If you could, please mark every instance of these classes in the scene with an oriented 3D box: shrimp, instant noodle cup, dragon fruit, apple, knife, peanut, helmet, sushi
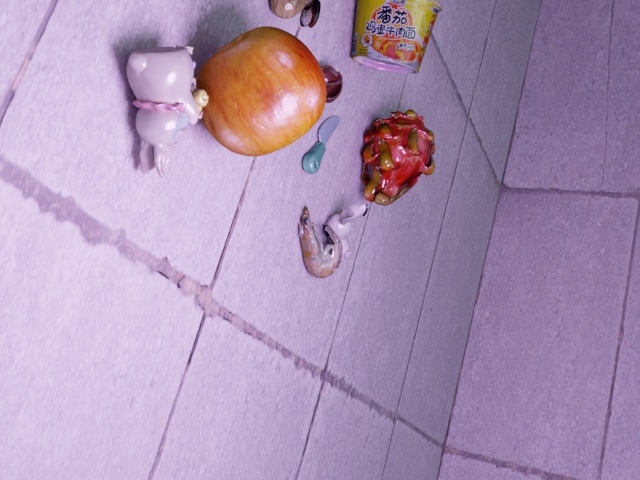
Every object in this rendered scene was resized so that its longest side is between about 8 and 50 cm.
[{"bbox_3d":[0.000,0.000,2.059,0.126,0.047,0.223,-25,116,-24],"label":"shrimp"},{"bbox_3d":[0.211,-0.609,2.166,0.264,0.265,0.200,5,98,-61],"label":"instant noodle cup"},{"bbox_3d":[0.227,-0.260,2.311,0.307,0.243,0.227,-35,163,-8],"label":"dragon fruit"},{"bbox_3d":[-0.128,-0.317,1.564,0.233,0.286,0.286,58,44,-24],"label":"apple"},{"bbox_3d":[0.005,-0.284,2.074,0.063,0.035,0.260,62,37,-37],"label":"knife"},{"bbox_3d":[-0.065,-0.627,1.814,0.093,0.083,0.194,36,65,-43],"label":"peanut"},{"bbox_3d":[0.007,-0.418,2.016,0.089,0.057,0.111,32,69,-20],"label":"helmet"},{"bbox_3d":[-0.021,-0.597,1.940,0.044,0.046,0.083,26,73,-61],"label":"sushi"}]

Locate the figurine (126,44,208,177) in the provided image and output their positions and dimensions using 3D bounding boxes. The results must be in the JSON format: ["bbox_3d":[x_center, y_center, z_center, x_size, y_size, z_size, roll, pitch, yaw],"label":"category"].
[{"bbox_3d":[-0.299,-0.252,1.436,0.155,0.127,0.235,-47,141,-61],"label":"figurine"}]

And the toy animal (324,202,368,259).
[{"bbox_3d":[0.072,-0.038,2.147,0.131,0.127,0.181,-27,130,-50],"label":"toy animal"}]
